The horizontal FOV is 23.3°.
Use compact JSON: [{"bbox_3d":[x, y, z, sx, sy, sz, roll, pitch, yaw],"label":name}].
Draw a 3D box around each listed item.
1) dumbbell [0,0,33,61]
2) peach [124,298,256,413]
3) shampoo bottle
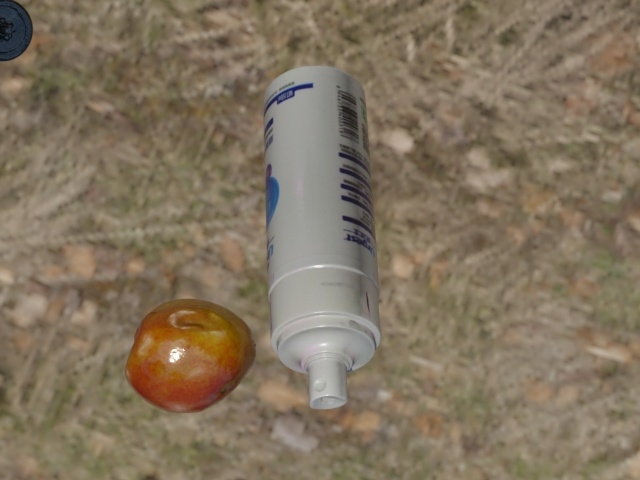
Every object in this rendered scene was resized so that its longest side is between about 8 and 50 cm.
[{"bbox_3d":[-0.352,-0.231,1.690,0.069,0.069,0.147,32,177,-22],"label":"dumbbell"},{"bbox_3d":[-0.103,0.093,1.251,0.101,0.100,0.101,17,155,8],"label":"peach"},{"bbox_3d":[0.000,0.000,1.260,0.092,0.303,0.092,-1,146,-1],"label":"shampoo bottle"}]
